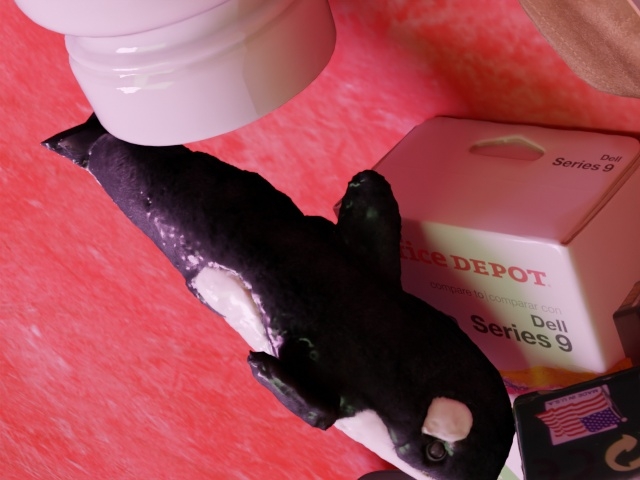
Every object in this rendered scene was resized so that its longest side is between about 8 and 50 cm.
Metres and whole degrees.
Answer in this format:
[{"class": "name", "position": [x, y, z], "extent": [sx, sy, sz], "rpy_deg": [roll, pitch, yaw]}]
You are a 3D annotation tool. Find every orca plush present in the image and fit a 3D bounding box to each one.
[{"class": "orca plush", "position": [0.000, 0.000, 0.633], "extent": [0.287, 0.102, 0.151], "rpy_deg": [45, -164, 24]}]

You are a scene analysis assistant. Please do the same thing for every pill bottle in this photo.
[{"class": "pill bottle", "position": [-0.095, -0.196, 0.570], "extent": [0.160, 0.160, 0.283], "rpy_deg": [14, 139, 40]}]

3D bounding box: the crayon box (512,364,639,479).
[{"class": "crayon box", "position": [0.242, 0.189, 0.623], "extent": [0.202, 0.081, 0.319], "rpy_deg": [-19, 121, 14]}]

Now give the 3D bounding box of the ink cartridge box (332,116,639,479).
[{"class": "ink cartridge box", "position": [0.119, 0.047, 0.679], "extent": [0.154, 0.093, 0.212], "rpy_deg": [11, 134, 43]}]

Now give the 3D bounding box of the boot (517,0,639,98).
[{"class": "boot", "position": [0.068, -0.171, 0.472], "extent": [0.305, 0.112, 0.115], "rpy_deg": [51, 159, -15]}]

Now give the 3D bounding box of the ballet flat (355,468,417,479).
[{"class": "ballet flat", "position": [0.097, 0.205, 0.908], "extent": [0.086, 0.086, 0.248], "rpy_deg": [48, 158, -7]}]
